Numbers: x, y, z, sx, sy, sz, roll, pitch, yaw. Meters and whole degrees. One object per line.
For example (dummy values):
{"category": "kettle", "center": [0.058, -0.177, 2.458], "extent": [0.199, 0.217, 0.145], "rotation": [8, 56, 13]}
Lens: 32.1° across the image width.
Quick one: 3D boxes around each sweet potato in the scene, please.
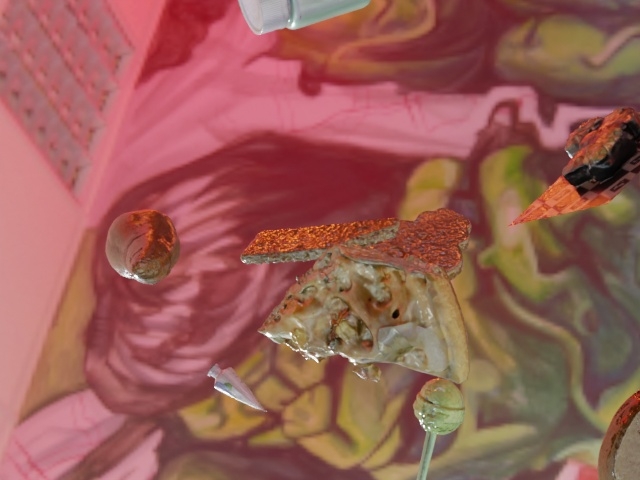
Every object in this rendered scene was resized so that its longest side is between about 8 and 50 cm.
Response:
{"category": "sweet potato", "center": [-0.268, 0.006, 1.673], "extent": [0.359, 0.112, 0.112], "rotation": [-173, 84, -71]}

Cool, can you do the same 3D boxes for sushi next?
{"category": "sushi", "center": [0.447, -0.144, 1.794], "extent": [0.292, 0.294, 0.059], "rotation": [-42, -81, -22]}

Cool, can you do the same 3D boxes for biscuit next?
{"category": "biscuit", "center": [0.676, 0.376, 2.060], "extent": [0.063, 0.367, 0.314], "rotation": [28, 103, 64]}
{"category": "biscuit", "center": [0.175, 0.034, 2.091], "extent": [0.295, 0.186, 0.044], "rotation": [-33, -36, -33]}
{"category": "biscuit", "center": [0.003, 0.003, 1.728], "extent": [0.131, 0.236, 0.026], "rotation": [-63, -34, -69]}

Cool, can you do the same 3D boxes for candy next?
{"category": "candy", "center": [0.183, 0.405, 1.974], "extent": [0.092, 0.093, 0.336], "rotation": [-24, -52, -71]}

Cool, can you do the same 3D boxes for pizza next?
{"category": "pizza", "center": [0.046, 0.098, 1.433], "extent": [0.071, 0.296, 0.189], "rotation": [-43, -47, -51]}

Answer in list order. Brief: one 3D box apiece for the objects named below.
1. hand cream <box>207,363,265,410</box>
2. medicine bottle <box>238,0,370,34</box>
{"category": "hand cream", "center": [-0.166, 0.302, 2.238], "extent": [0.053, 0.142, 0.084], "rotation": [-50, -7, -6]}
{"category": "medicine bottle", "center": [-0.027, -0.459, 1.999], "extent": [0.139, 0.225, 0.139], "rotation": [57, 160, 35]}
